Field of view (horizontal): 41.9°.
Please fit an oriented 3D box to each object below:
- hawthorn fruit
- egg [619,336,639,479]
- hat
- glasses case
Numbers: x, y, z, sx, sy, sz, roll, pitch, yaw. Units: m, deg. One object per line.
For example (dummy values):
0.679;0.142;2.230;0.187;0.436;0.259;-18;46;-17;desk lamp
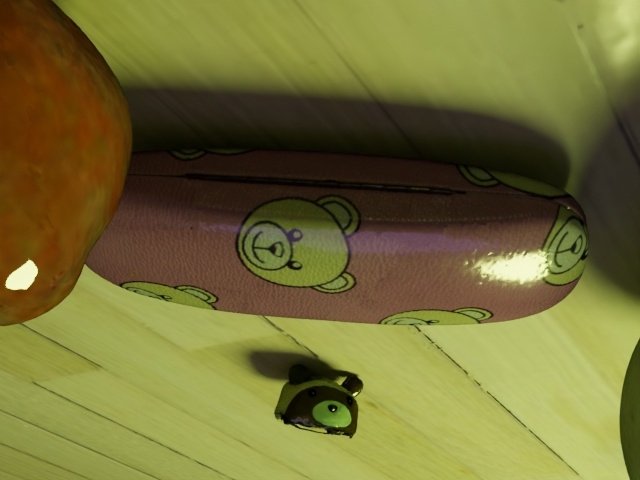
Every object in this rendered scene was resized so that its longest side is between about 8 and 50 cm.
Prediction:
-0.203;-0.068;0.357;0.199;0.199;0.251;-11;125;26;hawthorn fruit
0.294;0.102;0.487;0.218;0.218;0.295;0;146;10;egg
-0.001;0.149;0.774;0.077;0.059;0.076;9;165;7;hat
0.000;0.000;0.513;0.316;0.076;0.123;4;148;5;glasses case
